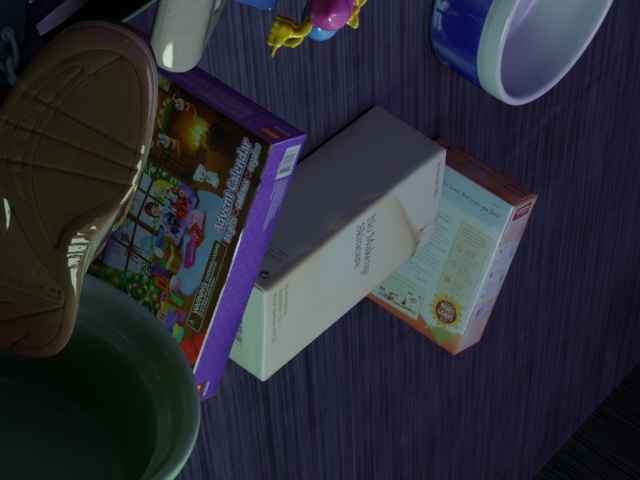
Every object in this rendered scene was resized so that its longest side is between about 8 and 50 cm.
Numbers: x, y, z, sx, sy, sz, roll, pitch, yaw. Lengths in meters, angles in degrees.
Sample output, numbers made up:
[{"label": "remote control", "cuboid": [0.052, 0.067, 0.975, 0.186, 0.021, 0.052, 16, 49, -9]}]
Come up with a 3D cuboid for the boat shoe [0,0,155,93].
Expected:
[{"label": "boat shoe", "cuboid": [-0.251, -0.170, 1.437, 0.319, 0.099, 0.116, -38, 153, -32]}]

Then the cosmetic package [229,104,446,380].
[{"label": "cosmetic package", "cuboid": [0.000, 0.000, 2.075, 0.309, 0.113, 0.160, -38, 149, -31]}]

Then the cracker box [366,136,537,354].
[{"label": "cracker box", "cuboid": [0.163, 0.007, 2.317, 0.067, 0.156, 0.232, -24, 140, -49]}]

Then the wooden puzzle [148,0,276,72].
[{"label": "wooden puzzle", "cuboid": [-0.031, -0.336, 1.516, 0.348, 0.080, 0.322, -66, 174, -58]}]

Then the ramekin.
[{"label": "ramekin", "cuboid": [-0.269, 0.169, 1.594, 0.303, 0.303, 0.148, -29, 151, -44]}]

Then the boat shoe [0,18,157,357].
[{"label": "boat shoe", "cuboid": [-0.204, -0.057, 1.491, 0.123, 0.123, 0.342, -72, -178, -51]}]

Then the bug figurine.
[{"label": "bug figurine", "cuboid": [0.022, -0.269, 1.552, 0.216, 0.072, 0.279, -76, -177, -69]}]

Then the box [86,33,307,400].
[{"label": "box", "cuboid": [-0.146, -0.017, 1.689, 0.057, 0.201, 0.293, -21, 137, -52]}]

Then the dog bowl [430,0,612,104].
[{"label": "dog bowl", "cuboid": [0.250, -0.300, 2.167, 0.265, 0.104, 0.265, -41, 151, -29]}]
